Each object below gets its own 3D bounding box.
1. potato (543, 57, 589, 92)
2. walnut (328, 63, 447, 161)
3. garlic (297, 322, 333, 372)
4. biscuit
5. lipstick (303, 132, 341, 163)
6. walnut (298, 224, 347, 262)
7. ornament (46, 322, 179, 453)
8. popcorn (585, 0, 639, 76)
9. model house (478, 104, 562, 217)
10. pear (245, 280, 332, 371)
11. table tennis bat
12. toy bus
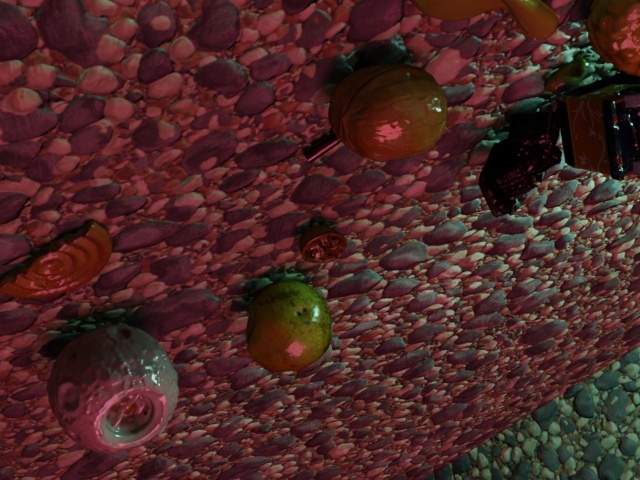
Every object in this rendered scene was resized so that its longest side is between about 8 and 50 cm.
[{"bbox_3d":[0.459,-0.303,1.789,0.092,0.045,0.046,-35,120,12],"label":"potato"},{"bbox_3d":[0.114,-0.209,1.565,0.197,0.165,0.165,-12,149,-25],"label":"walnut"},{"bbox_3d":[-0.061,0.253,2.261,0.194,0.127,0.131,-23,162,41],"label":"garlic"},{"bbox_3d":[-0.457,0.050,1.707,0.224,0.033,0.144,-28,150,9],"label":"biscuit"},{"bbox_3d":[0.048,-0.192,1.687,0.176,0.027,0.027,-32,150,13],"label":"lipstick"},{"bbox_3d":[0.000,0.000,1.941,0.091,0.052,0.121,-36,151,17],"label":"walnut"},{"bbox_3d":[-0.414,0.290,1.927,0.259,0.225,0.259,-18,128,-24],"label":"ornament"},{"bbox_3d":[0.564,-0.354,1.626,0.200,0.203,0.226,-33,134,-5],"label":"popcorn"},{"bbox_3d":[0.402,-0.149,1.863,0.141,0.203,0.164,32,155,-20],"label":"model house"},{"bbox_3d":[-0.062,0.184,2.049,0.197,0.197,0.197,-18,150,-11],"label":"pear"},{"bbox_3d":[0.269,-0.406,1.481,0.224,0.054,0.369,-39,143,23],"label":"table tennis bat"},{"bbox_3d":[0.616,-0.240,1.797,0.323,0.194,0.161,-22,110,-22],"label":"toy bus"}]
